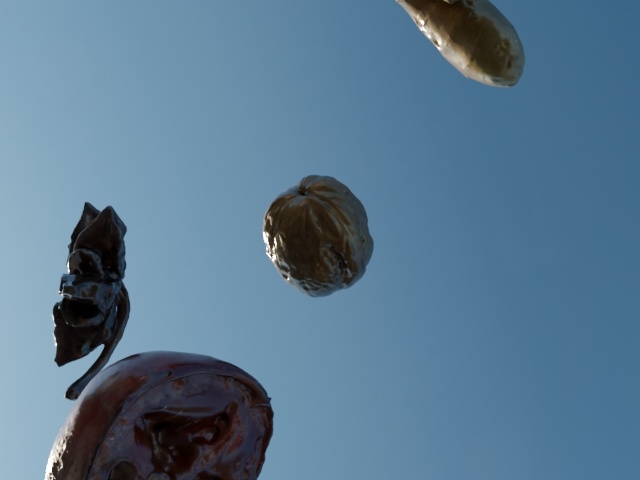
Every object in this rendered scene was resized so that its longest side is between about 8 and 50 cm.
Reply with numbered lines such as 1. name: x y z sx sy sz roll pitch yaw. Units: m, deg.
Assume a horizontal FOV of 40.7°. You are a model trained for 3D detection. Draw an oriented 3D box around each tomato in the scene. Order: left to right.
1. tomato: -0.155 0.194 0.766 0.101 0.228 0.228 18 -71 38

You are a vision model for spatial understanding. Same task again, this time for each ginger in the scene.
1. ginger: 0.097 -0.362 1.074 0.348 0.363 0.122 34 -94 31

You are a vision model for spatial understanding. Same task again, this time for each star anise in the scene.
1. star anise: -0.277 0.067 1.052 0.089 0.209 0.231 3 -82 -7

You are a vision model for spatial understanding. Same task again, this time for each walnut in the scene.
1. walnut: 0.000 0.000 1.245 0.155 0.155 0.184 0 -47 28
